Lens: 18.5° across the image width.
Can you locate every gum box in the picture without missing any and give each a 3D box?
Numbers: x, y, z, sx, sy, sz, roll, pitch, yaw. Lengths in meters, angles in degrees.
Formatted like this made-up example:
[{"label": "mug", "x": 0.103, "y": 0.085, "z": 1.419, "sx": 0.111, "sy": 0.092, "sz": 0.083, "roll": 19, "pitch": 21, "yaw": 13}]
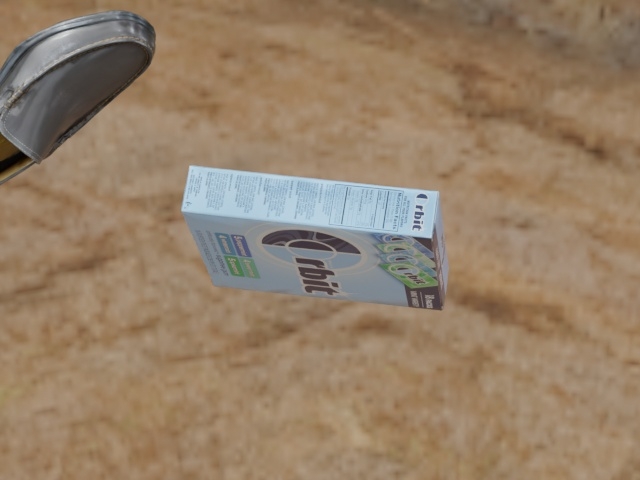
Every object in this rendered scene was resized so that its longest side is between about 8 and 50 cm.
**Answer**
[{"label": "gum box", "x": 0.000, "y": 0.000, "z": 1.479, "sx": 0.184, "sy": 0.157, "sz": 0.041, "roll": 7, "pitch": 69, "yaw": 9}]

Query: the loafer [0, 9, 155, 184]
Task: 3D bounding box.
[{"label": "loafer", "x": -0.159, "y": -0.066, "z": 1.088, "sx": 0.170, "sy": 0.062, "sz": 0.061, "roll": -32, "pitch": 48, "yaw": 21}]
